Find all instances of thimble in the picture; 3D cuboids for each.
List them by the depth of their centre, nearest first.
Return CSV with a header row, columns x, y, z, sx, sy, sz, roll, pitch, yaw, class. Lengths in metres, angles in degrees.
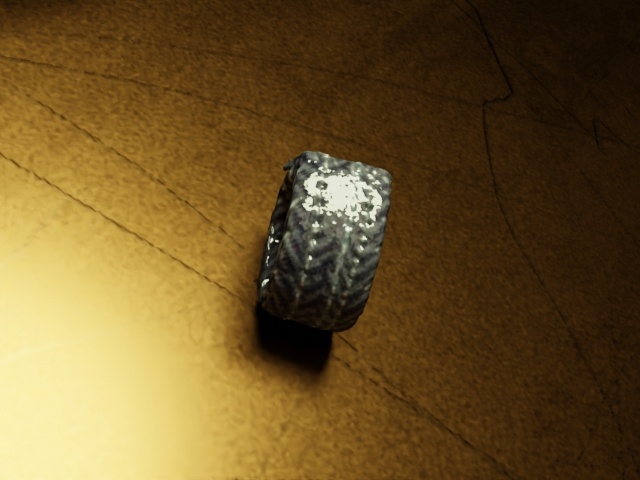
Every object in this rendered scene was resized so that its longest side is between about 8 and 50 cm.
x,y,z,sx,sy,sz,roll,pitch,yaw,class
-0.001,0.002,0.714,0.066,0.095,0.104,15,78,-9,thimble
